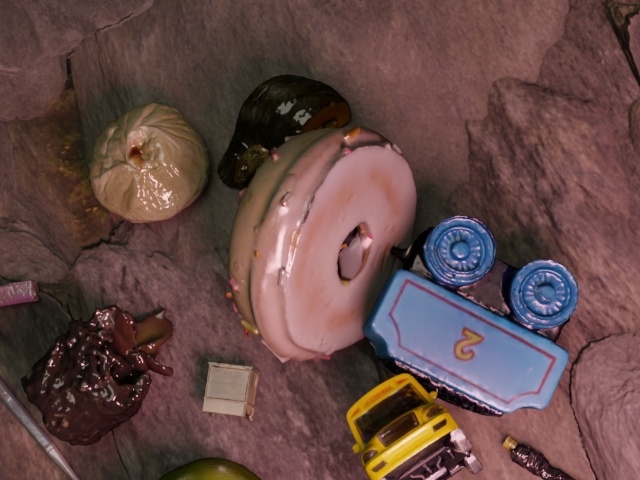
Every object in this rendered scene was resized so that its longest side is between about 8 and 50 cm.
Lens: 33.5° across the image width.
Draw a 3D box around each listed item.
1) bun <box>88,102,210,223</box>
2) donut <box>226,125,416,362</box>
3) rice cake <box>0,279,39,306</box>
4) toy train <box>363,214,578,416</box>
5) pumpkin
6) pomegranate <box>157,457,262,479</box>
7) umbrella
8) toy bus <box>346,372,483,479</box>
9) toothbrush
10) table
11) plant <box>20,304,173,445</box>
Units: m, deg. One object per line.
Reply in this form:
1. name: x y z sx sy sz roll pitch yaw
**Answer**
1. bun: -0.305 -0.135 1.849 0.220 0.134 0.220 -3 72 9
2. donut: 0.000 0.000 1.638 0.142 0.382 0.382 21 78 34
3. rice cake: -0.599 0.107 1.886 0.207 0.036 0.047 -10 76 7
4. toy train: 0.226 0.119 1.625 0.300 0.188 0.265 26 82 1
5. pumpkin: -0.076 -0.189 1.825 0.131 0.126 0.248 40 85 21
6. pomegranate: -0.137 0.451 1.592 0.341 0.260 0.260 2 71 -19
7. umbrella: 0.342 0.350 1.628 0.144 0.040 0.037 34 91 19
8. toy bus: 0.132 0.291 1.534 0.144 0.330 0.152 -34 67 0
9. toothbrush: -0.471 0.336 1.795 0.025 0.030 0.342 -43 69 -8
10. table: -0.146 0.248 1.740 0.079 0.062 0.083 5 74 12
11. plant: -0.354 0.215 1.730 0.234 0.204 0.178 -36 74 6
